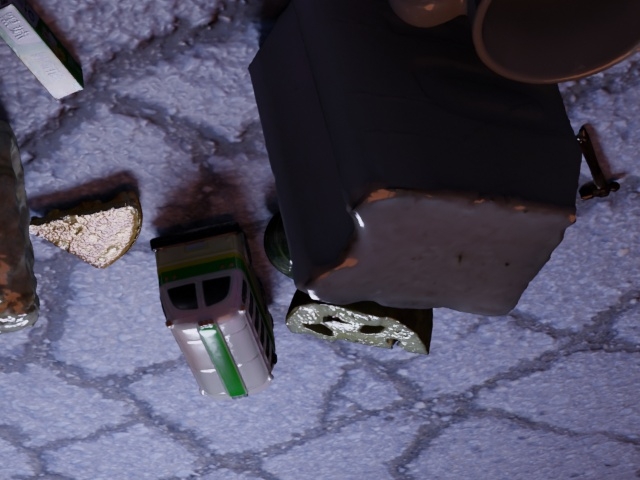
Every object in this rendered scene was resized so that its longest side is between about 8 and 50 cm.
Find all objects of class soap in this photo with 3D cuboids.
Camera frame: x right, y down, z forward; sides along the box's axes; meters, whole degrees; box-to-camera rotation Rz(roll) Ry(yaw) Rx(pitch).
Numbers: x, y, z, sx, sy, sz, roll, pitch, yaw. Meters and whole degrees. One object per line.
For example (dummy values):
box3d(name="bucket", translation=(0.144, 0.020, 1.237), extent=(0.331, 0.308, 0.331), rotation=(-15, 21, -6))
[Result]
box3d(name="soap", translation=(0.120, -0.131, 1.647), extent=(0.350, 0.435, 0.213), rotation=(10, 136, -22))

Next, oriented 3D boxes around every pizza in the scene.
box3d(name="pizza", translation=(-0.352, -0.014, 2.034), extent=(0.176, 0.036, 0.184), rotation=(-1, 147, -12))

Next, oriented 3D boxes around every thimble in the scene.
box3d(name="thimble", translation=(-0.474, -0.007, 1.786), extent=(0.195, 0.291, 0.291), rotation=(-7, 146, -8))

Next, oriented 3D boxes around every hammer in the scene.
box3d(name="hammer", translation=(0.413, -0.116, 2.115), extent=(0.065, 0.021, 0.178), rotation=(-18, 145, 13))

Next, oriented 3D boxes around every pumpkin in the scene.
box3d(name="pumpkin", translation=(0.000, 0.003, 2.077), extent=(0.167, 0.125, 0.167), rotation=(14, 147, 9))

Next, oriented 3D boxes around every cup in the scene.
box3d(name="cup", translation=(0.214, -0.329, 1.538), extent=(0.301, 0.257, 0.227), rotation=(-12, 144, 0))

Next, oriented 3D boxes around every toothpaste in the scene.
box3d(name="toothpaste", translation=(-0.352, -0.241, 1.700), extent=(0.043, 0.037, 0.178), rotation=(-18, 146, 12))

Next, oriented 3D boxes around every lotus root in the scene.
box3d(name="lotus root", translation=(0.069, 0.098, 2.189), extent=(0.235, 0.119, 0.138), rotation=(11, 151, 3))

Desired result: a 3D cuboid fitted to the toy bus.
box3d(name="toy bus", translation=(-0.156, 0.124, 2.161), extent=(0.143, 0.179, 0.305), rotation=(-12, 146, 2))
